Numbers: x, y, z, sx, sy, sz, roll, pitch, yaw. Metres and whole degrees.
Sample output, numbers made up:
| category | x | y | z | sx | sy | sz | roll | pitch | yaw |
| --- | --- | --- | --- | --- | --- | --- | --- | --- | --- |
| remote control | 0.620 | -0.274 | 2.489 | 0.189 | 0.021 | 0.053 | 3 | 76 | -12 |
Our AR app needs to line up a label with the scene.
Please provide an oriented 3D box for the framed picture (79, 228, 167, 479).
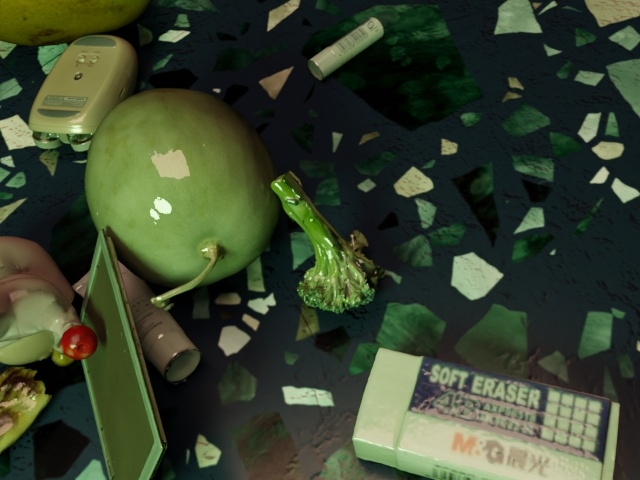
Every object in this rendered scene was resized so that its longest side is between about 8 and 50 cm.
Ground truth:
| category | x | y | z | sx | sy | sz | roll | pitch | yaw |
| --- | --- | --- | --- | --- | --- | --- | --- | --- | --- |
| framed picture | -0.242 | 0.168 | 0.890 | 0.019 | 0.232 | 0.296 | -4 | 52 | -30 |

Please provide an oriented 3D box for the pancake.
| category | x | y | z | sx | sy | sz | roll | pitch | yaw |
| --- | --- | --- | --- | --- | --- | --- | --- | --- | --- |
| pancake | -0.511 | 0.239 | 0.987 | 0.245 | 0.057 | 0.266 | 31 | 63 | 34 |

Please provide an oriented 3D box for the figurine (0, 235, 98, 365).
| category | x | y | z | sx | sy | sz | roll | pitch | yaw |
| --- | --- | --- | --- | --- | --- | --- | --- | --- | --- |
| figurine | -0.398 | 0.099 | 0.962 | 0.176 | 0.186 | 0.287 | -27 | 21 | -27 |

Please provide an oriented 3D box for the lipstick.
| category | x | y | z | sx | sy | sz | roll | pitch | yaw |
| --- | --- | --- | --- | --- | --- | --- | --- | --- | --- |
| lipstick | 0.044 | -0.322 | 1.240 | 0.141 | 0.040 | 0.040 | -39 | 60 | -14 |

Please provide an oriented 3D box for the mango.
| category | x | y | z | sx | sy | sz | roll | pitch | yaw |
| --- | --- | --- | --- | --- | --- | --- | --- | --- | --- |
| mango | -0.456 | -0.448 | 1.278 | 0.378 | 0.264 | 0.221 | 5 | 96 | 16 |

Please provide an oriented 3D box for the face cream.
| category | x | y | z | sx | sy | sz | roll | pitch | yaw |
| --- | --- | --- | --- | --- | --- | --- | --- | --- | --- |
| face cream | -0.250 | 0.099 | 1.019 | 0.092 | 0.058 | 0.244 | -43 | 55 | -12 |

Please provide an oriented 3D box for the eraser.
| category | x | y | z | sx | sy | sz | roll | pitch | yaw |
| --- | --- | --- | --- | --- | --- | --- | --- | --- | --- |
| eraser | 0.185 | 0.218 | 0.851 | 0.279 | 0.081 | 0.124 | 11 | 60 | 16 |

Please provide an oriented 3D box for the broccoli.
| category | x | y | z | sx | sy | sz | roll | pitch | yaw |
| --- | --- | --- | --- | --- | --- | --- | --- | --- | --- |
| broccoli | 0.000 | 0.001 | 0.963 | 0.122 | 0.204 | 0.118 | -33 | 14 | -7 |

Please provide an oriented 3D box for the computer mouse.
| category | x | y | z | sx | sy | sz | roll | pitch | yaw |
| --- | --- | --- | --- | --- | --- | --- | --- | --- | --- |
| computer mouse | -0.389 | -0.245 | 1.239 | 0.145 | 0.082 | 0.236 | 4 | 58 | 12 |

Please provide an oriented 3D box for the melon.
| category | x | y | z | sx | sy | sz | roll | pitch | yaw |
| --- | --- | --- | --- | --- | --- | --- | --- | --- | --- |
| melon | -0.186 | -0.075 | 0.997 | 0.272 | 0.271 | 0.308 | -40 | 67 | -15 |
